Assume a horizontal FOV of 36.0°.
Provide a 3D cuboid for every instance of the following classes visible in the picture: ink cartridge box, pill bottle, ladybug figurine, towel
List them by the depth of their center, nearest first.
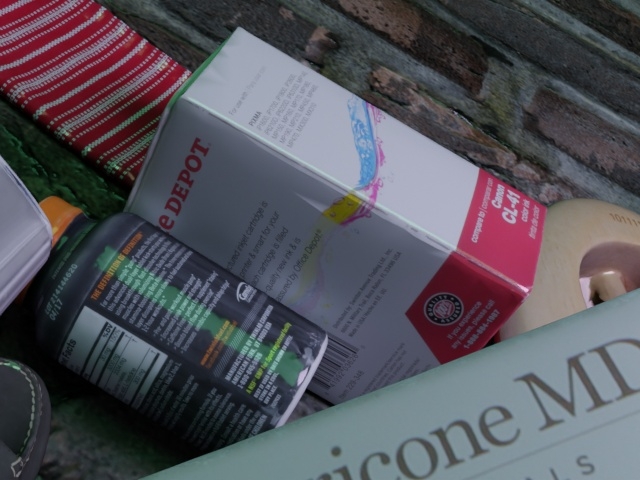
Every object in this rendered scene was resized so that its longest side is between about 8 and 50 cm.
[{"bbox_3d":[-0.128,0.064,0.764,0.246,0.130,0.130,32,40,-1],"label":"pill bottle"},{"bbox_3d":[0.000,0.000,0.835,0.306,0.226,0.131,32,42,-3],"label":"ink cartridge box"},{"bbox_3d":[0.291,0.158,0.909,0.305,0.162,0.449,15,43,-19],"label":"ladybug figurine"},{"bbox_3d":[-0.243,-0.179,1.012,0.275,0.031,0.199,37,41,5],"label":"towel"}]

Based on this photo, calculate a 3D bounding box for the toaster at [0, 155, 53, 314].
[{"bbox_3d":[-0.277,0.020,0.644,0.129,0.227,0.146,54,21,-14],"label":"toaster"}]

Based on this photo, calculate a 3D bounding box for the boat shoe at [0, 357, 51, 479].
[{"bbox_3d":[-0.264,0.173,0.595,0.112,0.095,0.335,34,40,2],"label":"boat shoe"}]

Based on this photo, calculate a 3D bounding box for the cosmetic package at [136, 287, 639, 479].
[{"bbox_3d":[0.139,0.288,0.474,0.330,0.327,0.393,-21,56,-5],"label":"cosmetic package"}]
